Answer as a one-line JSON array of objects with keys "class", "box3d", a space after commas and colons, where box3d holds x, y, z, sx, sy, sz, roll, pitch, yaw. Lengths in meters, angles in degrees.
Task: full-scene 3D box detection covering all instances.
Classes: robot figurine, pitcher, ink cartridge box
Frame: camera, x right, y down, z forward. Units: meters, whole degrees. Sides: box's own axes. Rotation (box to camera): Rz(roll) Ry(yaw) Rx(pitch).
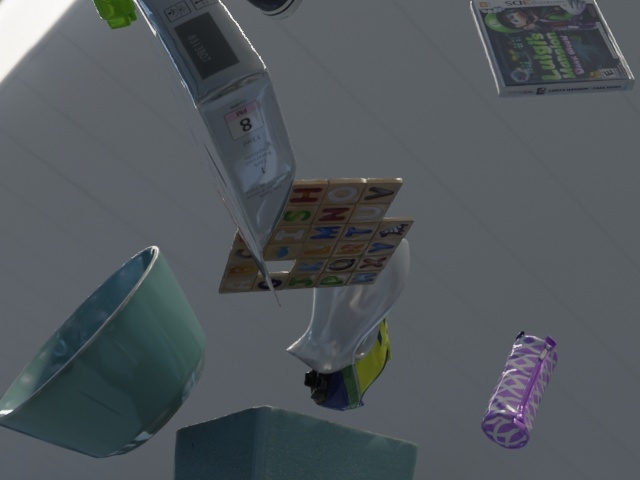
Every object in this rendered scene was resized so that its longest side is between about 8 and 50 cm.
[{"class": "robot figurine", "box3d": [-0.342, -0.407, 1.310, 0.067, 0.101, 0.115, -4, -57, 21]}, {"class": "pitcher", "box3d": [0.056, 0.081, 1.146, 0.125, 0.207, 0.177, 27, 8, 29]}, {"class": "ink cartridge box", "box3d": [-0.070, -0.086, 0.610, 0.066, 0.189, 0.232, -29, -37, -4]}]

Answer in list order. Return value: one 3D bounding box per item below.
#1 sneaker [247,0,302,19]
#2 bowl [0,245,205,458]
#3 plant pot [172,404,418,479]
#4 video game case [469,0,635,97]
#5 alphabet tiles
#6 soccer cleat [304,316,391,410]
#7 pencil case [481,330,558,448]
[{"class": "sneaker", "box3d": [-0.044, -0.520, 1.256, 0.126, 0.321, 0.127, 18, -3, 38]}, {"class": "bowl", "box3d": [-0.277, 0.173, 1.102, 0.163, 0.312, 0.311, 46, -44, -17]}, {"class": "plant pot", "box3d": [-0.047, 0.376, 1.028, 0.247, 0.252, 0.247, 20, -28, -29]}, {"class": "video game case", "box3d": [0.301, -0.262, 1.062, 0.173, 0.191, 0.022, -4, -38, -3]}, {"class": "alphabet tiles", "box3d": [0.000, 0.000, 0.886, 0.198, 0.009, 0.237, -2, -28, -17]}, {"class": "soccer cleat", "box3d": [0.070, 0.144, 1.277, 0.121, 0.093, 0.289, 13, -69, -22]}, {"class": "pencil case", "box3d": [0.339, 0.250, 1.343, 0.086, 0.206, 0.088, 41, -40, -8]}]
